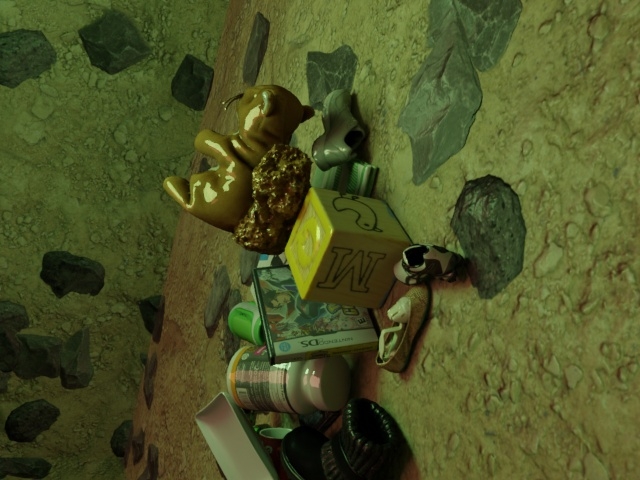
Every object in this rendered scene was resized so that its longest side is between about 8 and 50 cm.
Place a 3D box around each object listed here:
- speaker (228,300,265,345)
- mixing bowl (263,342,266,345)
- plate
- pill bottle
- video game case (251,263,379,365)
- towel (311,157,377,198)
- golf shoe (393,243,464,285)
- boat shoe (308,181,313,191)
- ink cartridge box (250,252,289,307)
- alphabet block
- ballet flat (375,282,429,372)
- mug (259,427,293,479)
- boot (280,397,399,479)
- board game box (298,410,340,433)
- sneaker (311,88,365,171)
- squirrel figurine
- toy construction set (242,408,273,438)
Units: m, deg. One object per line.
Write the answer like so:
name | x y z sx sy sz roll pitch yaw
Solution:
speaker | -0.191 0.259 1.989 0.296 0.131 0.131 2 84 65
mixing bowl | -0.094 0.355 1.778 0.181 0.098 0.181 -172 90 -66
plate | -0.213 0.540 1.686 0.278 0.045 0.277 57 144 11
pill bottle | -0.077 0.336 1.565 0.278 0.162 0.162 -5 75 33
video game case | -0.018 0.155 1.504 0.275 0.248 0.035 -108 16 -44
towel | 0.040 -0.114 1.718 0.325 0.038 0.248 -143 63 -62
golf shoe | 0.189 0.037 1.264 0.198 0.094 0.077 -17 48 61
boat shoe | -0.066 -0.117 1.787 0.324 0.116 0.097 168 105 -72
ink cartridge box | -0.075 0.133 1.773 0.223 0.129 0.307 -70 27 22
alphabet block | 0.056 0.019 1.447 0.193 0.197 0.192 -67 29 28
ballet flat | 0.163 0.177 1.318 0.073 0.067 0.206 -139 61 -64
mug | -0.117 0.598 1.712 0.150 0.113 0.169 10 -97 -74
boot | 0.038 0.445 1.416 0.348 0.131 0.260 35 121 52
board game box | -0.008 0.429 1.654 0.186 0.026 0.126 122 147 -40
sneaker | 0.067 -0.292 1.674 0.121 0.099 0.262 -8 55 29
squirrel figurine | -0.135 -0.182 1.601 0.397 0.281 0.370 43 107 35
toy construction set | -0.195 0.476 1.882 0.151 0.215 0.328 -26 44 19
